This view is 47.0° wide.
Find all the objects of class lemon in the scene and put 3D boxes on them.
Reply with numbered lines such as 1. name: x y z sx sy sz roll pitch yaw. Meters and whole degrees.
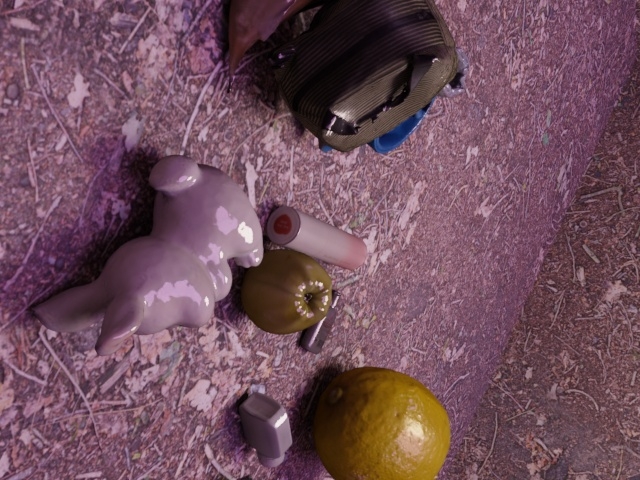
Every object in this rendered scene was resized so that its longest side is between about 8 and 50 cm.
1. lemon: 0.134 0.491 1.939 0.364 0.364 0.364 -33 132 -45

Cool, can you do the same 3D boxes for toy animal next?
1. toy animal: -0.270 0.034 1.196 0.367 0.196 0.241 -53 137 -29

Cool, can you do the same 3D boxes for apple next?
1. apple: -0.072 0.107 1.550 0.200 0.200 0.200 -33 132 -45

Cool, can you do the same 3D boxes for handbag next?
1. handbag: 0.078 -0.323 1.351 0.341 0.247 0.240 -32 180 14

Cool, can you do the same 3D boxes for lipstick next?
1. lipstick: 0.000 0.000 1.686 0.327 0.087 0.087 22 88 -59

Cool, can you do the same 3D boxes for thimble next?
1. thimble: 0.306 -0.436 1.895 0.151 0.118 0.127 5 100 -58

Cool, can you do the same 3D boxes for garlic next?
1. garlic: -0.059 -0.429 1.324 0.338 0.151 0.196 -51 156 -27

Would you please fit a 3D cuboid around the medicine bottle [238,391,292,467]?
1. medicine bottle: -0.124 0.443 1.702 0.069 0.119 0.183 -41 139 -40

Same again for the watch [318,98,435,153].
1. watch: 0.127 -0.295 1.617 0.305 0.241 0.274 -51 161 7

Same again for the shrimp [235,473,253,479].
1. shrimp: -0.179 0.637 1.704 0.410 0.166 0.221 19 88 -71

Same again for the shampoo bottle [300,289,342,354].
1. shampoo bottle: 0.006 0.202 1.849 0.080 0.040 0.165 39 73 -56
